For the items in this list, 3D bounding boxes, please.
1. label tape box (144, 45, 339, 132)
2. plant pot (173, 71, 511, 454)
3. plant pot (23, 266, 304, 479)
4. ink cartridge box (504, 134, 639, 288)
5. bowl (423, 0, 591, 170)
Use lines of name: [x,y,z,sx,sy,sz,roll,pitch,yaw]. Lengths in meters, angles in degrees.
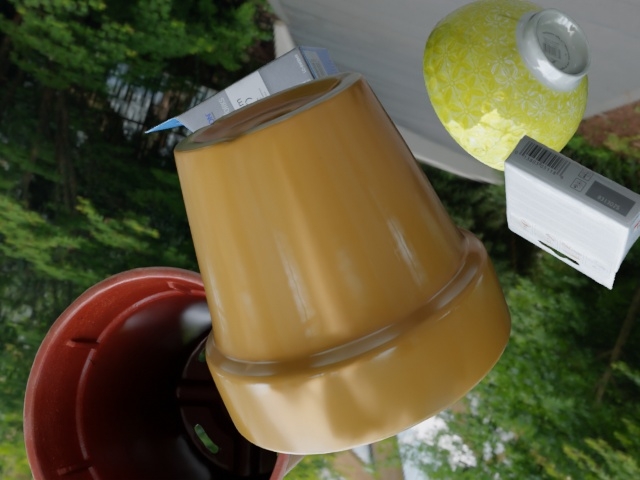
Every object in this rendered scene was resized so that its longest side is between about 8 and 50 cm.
label tape box: [-0.133,-0.249,1.487,0.106,0.333,0.240,63,-163,-5]
plant pot: [0.000,0.000,0.510,0.205,0.188,0.205,-20,-161,7]
plant pot: [-0.119,0.175,0.829,0.272,0.273,0.265,21,179,17]
ink cartridge box: [0.275,-0.026,0.846,0.145,0.045,0.179,34,172,25]
bowl: [0.317,-0.266,1.187,0.289,0.290,0.156,17,155,-23]
